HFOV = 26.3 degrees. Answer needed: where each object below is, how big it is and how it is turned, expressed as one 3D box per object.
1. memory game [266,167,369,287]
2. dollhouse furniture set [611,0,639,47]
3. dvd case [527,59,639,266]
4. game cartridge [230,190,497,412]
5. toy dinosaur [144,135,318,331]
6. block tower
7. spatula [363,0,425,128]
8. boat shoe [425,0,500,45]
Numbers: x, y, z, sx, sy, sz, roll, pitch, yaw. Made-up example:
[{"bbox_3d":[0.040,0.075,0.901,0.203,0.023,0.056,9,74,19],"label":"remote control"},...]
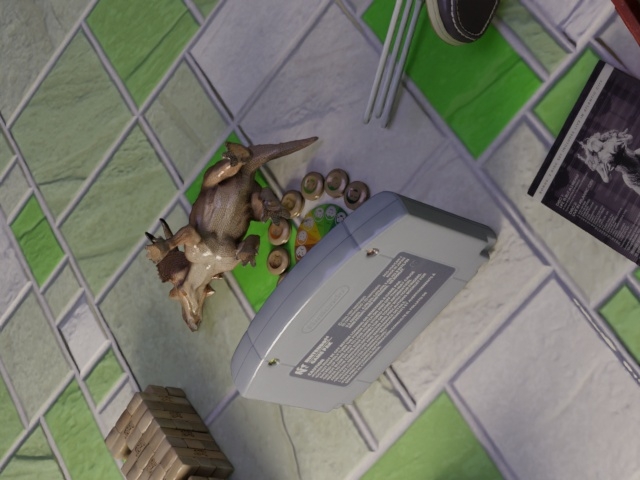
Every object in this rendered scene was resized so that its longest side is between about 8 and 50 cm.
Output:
[{"bbox_3d":[0.000,0.000,1.686,0.186,0.012,0.186,-11,73,40],"label":"memory game"},{"bbox_3d":[0.352,-0.336,1.351,0.201,0.152,0.374,-43,55,27],"label":"dollhouse furniture set"},{"bbox_3d":[0.329,-0.069,1.401,0.221,0.018,0.164,38,107,40],"label":"dvd case"},{"bbox_3d":[0.039,0.071,1.509,0.294,0.196,0.060,-49,53,22],"label":"game cartridge"},{"bbox_3d":[-0.129,-0.033,1.743,0.295,0.127,0.200,-57,10,-3],"label":"toy dinosaur"},{"bbox_3d":[-0.152,0.324,1.694,0.097,0.091,0.335,-56,49,18],"label":"block tower"},{"bbox_3d":[0.091,-0.248,1.573,0.019,0.168,0.242,18,97,10],"label":"spatula"},{"bbox_3d":[0.195,-0.358,1.537,0.092,0.103,0.285,9,80,48],"label":"boat shoe"}]
